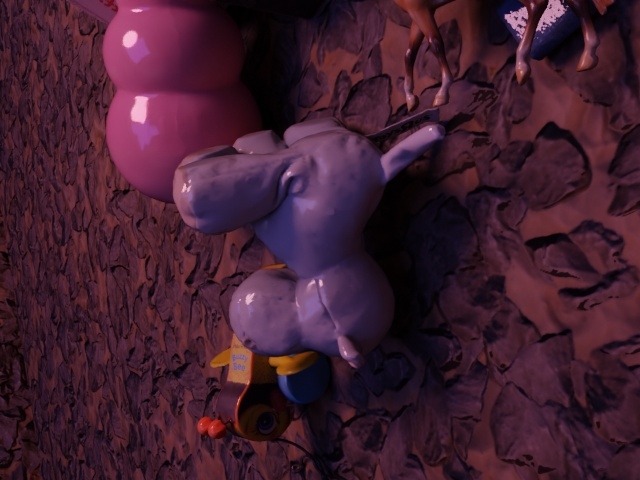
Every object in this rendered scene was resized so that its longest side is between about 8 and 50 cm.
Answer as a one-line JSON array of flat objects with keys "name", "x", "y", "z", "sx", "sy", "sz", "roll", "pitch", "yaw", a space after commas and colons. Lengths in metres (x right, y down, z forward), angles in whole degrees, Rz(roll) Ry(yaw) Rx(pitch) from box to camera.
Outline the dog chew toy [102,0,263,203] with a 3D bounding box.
[{"name": "dog chew toy", "x": -0.183, "y": -0.220, "z": 0.846, "sx": 0.206, "sy": 0.206, "sz": 0.332, "roll": 25, "pitch": 126, "yaw": 48}]

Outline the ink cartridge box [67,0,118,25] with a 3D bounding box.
[{"name": "ink cartridge box", "x": -0.265, "y": -0.455, "z": 0.878, "sx": 0.289, "sy": 0.211, "sz": 0.122, "roll": -48, "pitch": 41, "yaw": 16}]

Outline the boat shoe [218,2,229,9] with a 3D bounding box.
[{"name": "boat shoe", "x": -0.214, "y": -0.336, "z": 1.009, "sx": 0.320, "sy": 0.103, "sz": 0.118, "roll": -17, "pitch": 58, "yaw": 46}]

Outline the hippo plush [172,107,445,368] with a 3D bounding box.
[{"name": "hippo plush", "x": 0.000, "y": 0.000, "z": 0.712, "sx": 0.294, "sy": 0.234, "sz": 0.237, "roll": -9, "pitch": 107, "yaw": 11}]

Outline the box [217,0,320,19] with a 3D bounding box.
[{"name": "box", "x": -0.026, "y": -0.403, "z": 0.713, "sx": 0.270, "sy": 0.143, "sz": 0.165, "roll": -43, "pitch": 60, "yaw": 45}]

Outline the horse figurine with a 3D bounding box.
[{"name": "horse figurine", "x": 0.125, "y": -0.207, "z": 0.538, "sx": 0.263, "sy": 0.066, "sz": 0.175, "roll": -3, "pitch": 104, "yaw": 47}]

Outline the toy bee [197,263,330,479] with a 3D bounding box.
[{"name": "toy bee", "x": -0.068, "y": 0.176, "z": 0.801, "sx": 0.195, "sy": 0.162, "sz": 0.298, "roll": -39, "pitch": 63, "yaw": 44}]

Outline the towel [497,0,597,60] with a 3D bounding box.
[{"name": "towel", "x": 0.203, "y": -0.206, "z": 0.529, "sx": 0.119, "sy": 0.029, "sz": 0.067, "roll": -43, "pitch": 63, "yaw": 43}]
